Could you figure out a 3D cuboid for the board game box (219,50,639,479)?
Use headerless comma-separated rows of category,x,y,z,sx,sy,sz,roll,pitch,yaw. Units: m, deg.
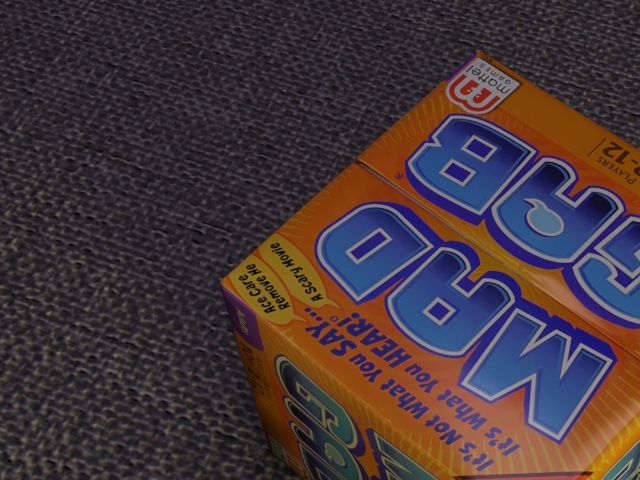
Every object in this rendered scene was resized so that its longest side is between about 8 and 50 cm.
board game box,0.173,0.116,1.234,0.356,0.356,0.356,37,67,26

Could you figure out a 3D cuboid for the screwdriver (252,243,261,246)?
screwdriver,0.000,0.000,1.580,0.170,0.024,0.025,-2,20,6
